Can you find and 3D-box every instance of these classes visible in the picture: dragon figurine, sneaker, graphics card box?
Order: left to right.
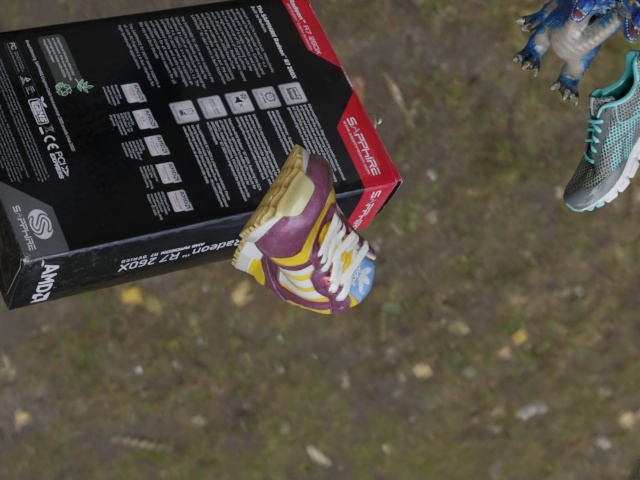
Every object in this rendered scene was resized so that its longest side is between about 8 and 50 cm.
[{"bbox_3d":[-0.139,-0.090,1.429,0.370,0.233,0.094,-13,156,-30],"label":"graphics card box"},{"bbox_3d":[0.000,0.000,0.950,0.084,0.185,0.070,32,80,0],"label":"sneaker"},{"bbox_3d":[0.252,-0.219,1.449,0.085,0.289,0.144,37,120,-5],"label":"dragon figurine"},{"bbox_3d":[0.266,-0.104,1.456,0.076,0.065,0.166,31,101,-23],"label":"sneaker"}]

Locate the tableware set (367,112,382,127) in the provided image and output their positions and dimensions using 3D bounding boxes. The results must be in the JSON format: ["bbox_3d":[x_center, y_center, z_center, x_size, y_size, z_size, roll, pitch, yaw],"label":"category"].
[{"bbox_3d":[0.022,-0.088,2.033,0.020,0.141,0.169,29,73,-21],"label":"tableware set"}]

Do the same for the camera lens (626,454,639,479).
[{"bbox_3d":[0.277,0.147,0.835,0.274,0.219,0.219,-55,135,-18],"label":"camera lens"}]
